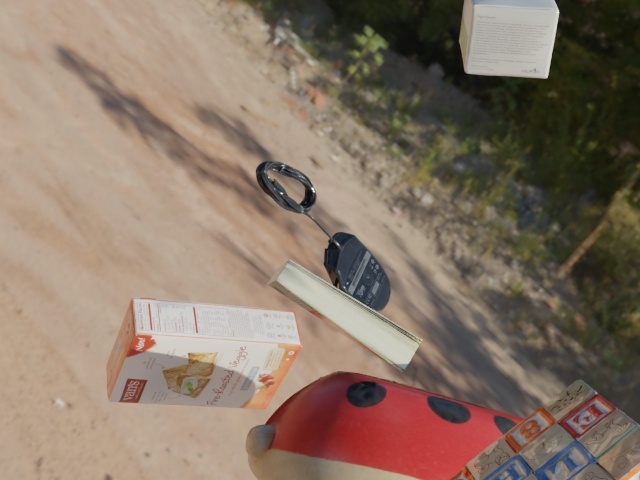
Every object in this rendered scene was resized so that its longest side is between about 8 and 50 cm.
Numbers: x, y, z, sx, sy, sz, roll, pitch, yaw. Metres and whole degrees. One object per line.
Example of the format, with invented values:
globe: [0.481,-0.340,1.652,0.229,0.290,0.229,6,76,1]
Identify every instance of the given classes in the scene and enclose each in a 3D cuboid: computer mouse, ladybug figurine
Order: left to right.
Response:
computer mouse: [0.000,0.000,1.177,0.242,0.041,0.071,51,51,-27]
ladybug figurine: [0.126,0.261,1.219,0.449,0.162,0.305,18,-5,-26]

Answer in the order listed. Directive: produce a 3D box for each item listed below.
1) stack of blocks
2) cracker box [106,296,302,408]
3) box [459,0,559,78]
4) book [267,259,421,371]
stack of blocks: [0.145,0.255,0.832,0.087,0.297,0.171,52,1,-12]
cracker box: [-0.161,0.158,1.415,0.232,0.155,0.067,7,46,-22]
box: [0.220,-0.252,1.230,0.102,0.087,0.101,4,33,1]
book: [0.018,0.072,0.994,0.144,0.035,0.096,33,-9,-4]
